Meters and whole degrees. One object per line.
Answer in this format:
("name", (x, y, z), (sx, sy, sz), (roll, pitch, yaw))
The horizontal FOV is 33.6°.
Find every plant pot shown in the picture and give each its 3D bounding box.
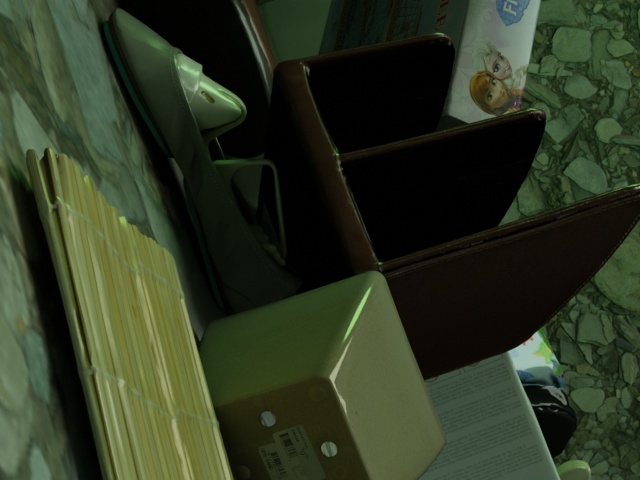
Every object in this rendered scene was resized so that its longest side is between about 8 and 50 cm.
("plant pot", (-0.008, 0.093, 0.545), (0.096, 0.109, 0.109), (-50, 120, -70))

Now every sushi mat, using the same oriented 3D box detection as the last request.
("sushi mat", (-0.046, 0.124, 0.401), (0.151, 0.019, 0.316), (62, 8, -68))

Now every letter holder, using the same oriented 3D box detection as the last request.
("letter holder", (0.078, -0.007, 0.768), (0.302, 0.215, 0.152), (105, -32, -65))

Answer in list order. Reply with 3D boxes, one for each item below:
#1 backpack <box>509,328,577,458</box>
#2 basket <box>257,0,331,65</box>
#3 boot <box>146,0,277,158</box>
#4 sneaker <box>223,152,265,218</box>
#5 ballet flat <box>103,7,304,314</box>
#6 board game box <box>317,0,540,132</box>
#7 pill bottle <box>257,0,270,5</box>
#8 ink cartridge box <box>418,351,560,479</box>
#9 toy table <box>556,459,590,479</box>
("backpack", (0.176, 0.140, 1.511), (0.355, 0.290, 0.273), (-120, -146, -44))
("basket", (0.033, -0.356, 1.723), (0.266, 0.331, 0.328), (-101, 170, -78))
("boot", (-0.039, -0.208, 0.854), (0.280, 0.096, 0.264), (-24, 81, -54))
("sneaker", (-0.033, -0.022, 0.997), (0.094, 0.080, 0.212), (47, -17, 59))
("ballet flat", (-0.068, -0.056, 0.682), (0.072, 0.068, 0.213), (-84, 152, -79))
("board game box", (0.088, -0.206, 0.950), (0.318, 0.066, 0.318), (-18, -124, 65))
("pill bottle", (-0.063, -0.281, 1.012), (0.108, 0.180, 0.108), (161, -90, -83))
("ink cartridge box", (0.110, 0.172, 1.033), (0.066, 0.189, 0.232), (11, 57, -86))
("toy table", (0.208, 0.359, 1.178), (0.274, 0.161, 0.252), (-72, 165, -69))
